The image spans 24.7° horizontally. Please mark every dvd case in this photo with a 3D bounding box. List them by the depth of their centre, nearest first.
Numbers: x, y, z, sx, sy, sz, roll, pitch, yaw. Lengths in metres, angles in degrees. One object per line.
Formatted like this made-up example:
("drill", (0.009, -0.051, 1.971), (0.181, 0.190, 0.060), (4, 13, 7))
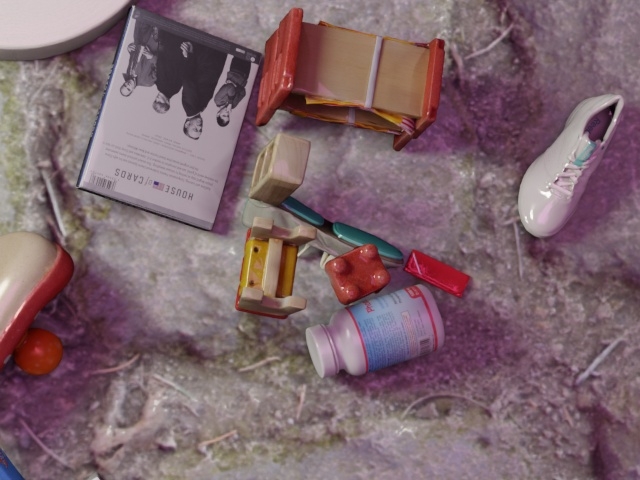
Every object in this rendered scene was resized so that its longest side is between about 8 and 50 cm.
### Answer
("dvd case", (-0.187, -0.151, 1.823), (0.179, 0.029, 0.238), (19, 81, -20))

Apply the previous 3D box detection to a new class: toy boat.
("toy boat", (-0.369, 0.107, 1.742), (0.151, 0.151, 0.231), (40, 78, -34))

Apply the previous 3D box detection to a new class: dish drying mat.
("dish drying mat", (0.150, 0.043, 1.888), (0.083, 0.008, 0.032), (26, 79, -6))

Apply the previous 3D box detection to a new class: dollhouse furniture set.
("dollhouse furniture set", (0.015, -0.078, 1.782), (0.201, 0.152, 0.374), (12, 77, -13))

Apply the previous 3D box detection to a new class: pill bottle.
("pill bottle", (0.067, 0.117, 1.825), (0.160, 0.087, 0.087), (-17, 87, -12))

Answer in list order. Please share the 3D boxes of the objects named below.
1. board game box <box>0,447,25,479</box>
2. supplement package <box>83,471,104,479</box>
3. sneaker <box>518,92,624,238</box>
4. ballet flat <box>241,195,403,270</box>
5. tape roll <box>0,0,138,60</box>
("board game box", (-0.445, 0.268, 1.669), (0.160, 0.047, 0.210), (-27, 126, -1))
("supplement package", (-0.308, 0.428, 1.696), (0.262, 0.145, 0.204), (-36, 91, -12))
("sneaker", (0.327, -0.103, 1.891), (0.080, 0.094, 0.212), (30, 80, -7))
("ballet flat", (0.000, 0.000, 1.846), (0.213, 0.072, 0.068), (26, 107, -5))
("tape roll", (-0.384, -0.418, 1.817), (0.392, 0.072, 0.392), (1, 84, -10))
